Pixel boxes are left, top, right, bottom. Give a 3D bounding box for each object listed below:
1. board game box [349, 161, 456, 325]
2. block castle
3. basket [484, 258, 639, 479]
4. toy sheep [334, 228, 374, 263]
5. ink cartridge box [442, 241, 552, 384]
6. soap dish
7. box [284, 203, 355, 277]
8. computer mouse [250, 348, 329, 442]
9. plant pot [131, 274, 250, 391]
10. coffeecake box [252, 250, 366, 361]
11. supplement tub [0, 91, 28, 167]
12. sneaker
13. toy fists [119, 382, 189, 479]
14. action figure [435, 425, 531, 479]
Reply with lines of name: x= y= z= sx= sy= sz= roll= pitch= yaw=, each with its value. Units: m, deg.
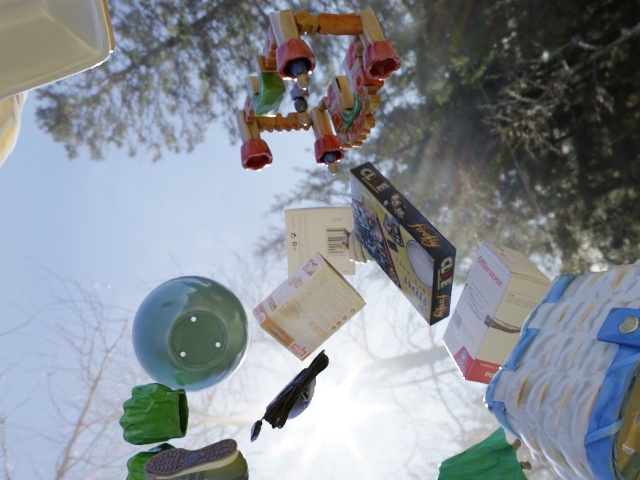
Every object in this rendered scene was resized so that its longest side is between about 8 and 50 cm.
board game box: x=0.130 y=0.003 z=1.089 sx=0.243 sy=0.042 sz=0.165 roll=52 pitch=159 yaw=39
block castle: x=-0.018 y=-0.337 z=1.618 sx=0.302 sy=0.453 sz=0.213 roll=-6 pitch=-114 yaw=-23
basket: x=0.270 y=0.120 z=0.419 sx=0.255 sy=0.201 sz=0.289 roll=44 pitch=166 yaw=-22
toy sheep: x=0.090 y=0.009 z=1.450 sx=0.091 sy=0.132 sz=0.091 roll=5 pitch=-96 yaw=-62
ink cartridge box: x=0.319 y=0.133 z=1.207 sx=0.092 sy=0.218 sz=0.159 roll=13 pitch=-161 yaw=-11
soap dish: x=-0.338 y=-0.280 z=0.637 sx=0.118 sy=0.228 sz=0.291 roll=47 pitch=153 yaw=27
box: x=0.000 y=0.000 z=1.746 sx=0.119 sy=0.181 sz=0.181 roll=-77 pitch=-16 yaw=-84
computer mouse: x=-0.062 y=0.309 z=1.201 sx=0.060 sy=0.262 sz=0.184 roll=42 pitch=-121 yaw=5
plant pot: x=-0.297 y=0.227 z=1.560 sx=0.290 sy=0.290 sz=0.195 roll=65 pitch=165 yaw=-4
coffeecake box: x=-0.022 y=0.138 z=1.367 sx=0.142 sy=0.185 sz=0.068 roll=46 pitch=-176 yaw=-32
supplement tub: x=-0.520 y=-0.121 z=0.801 sx=0.241 sy=0.241 sz=0.331 roll=49 pitch=-146 yaw=-37
sneaker: x=-0.210 y=0.407 z=1.151 sx=0.086 sy=0.192 sz=0.064 roll=63 pitch=-158 yaw=-25
toy fists: x=-0.356 y=0.448 z=1.441 sx=0.096 sy=0.142 sz=0.279 roll=-43 pitch=-52 yaw=-81
action figure: x=0.327 y=0.486 z=1.391 sx=0.063 sy=0.232 sz=0.137 roll=7 pitch=-123 yaw=-46
